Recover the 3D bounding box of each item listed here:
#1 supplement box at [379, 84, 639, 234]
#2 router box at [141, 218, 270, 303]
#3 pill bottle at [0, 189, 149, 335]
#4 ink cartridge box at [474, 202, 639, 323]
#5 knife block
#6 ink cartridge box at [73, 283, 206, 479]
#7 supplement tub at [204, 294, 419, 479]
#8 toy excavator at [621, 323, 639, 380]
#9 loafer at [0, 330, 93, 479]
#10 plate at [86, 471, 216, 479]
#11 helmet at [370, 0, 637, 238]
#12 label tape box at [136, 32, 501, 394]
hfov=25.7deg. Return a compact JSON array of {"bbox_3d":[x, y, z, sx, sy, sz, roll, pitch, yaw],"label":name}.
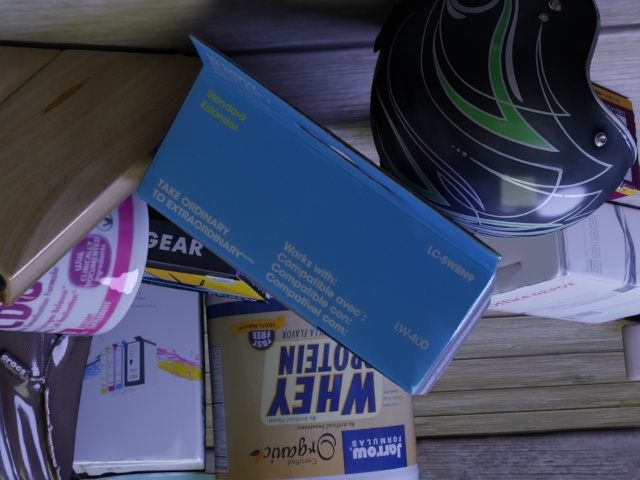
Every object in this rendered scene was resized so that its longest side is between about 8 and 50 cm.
[{"bbox_3d":[0.151,-0.064,1.144,0.188,0.081,0.104,-15,161,41],"label":"supplement box"},{"bbox_3d":[-0.146,0.016,1.393,0.179,0.046,0.133,9,167,14],"label":"router box"},{"bbox_3d":[-0.294,-0.010,1.109,0.283,0.160,0.160,6,163,-33],"label":"pill bottle"},{"bbox_3d":[0.268,0.024,1.470,0.218,0.092,0.158,7,162,-38],"label":"ink cartridge box"},{"bbox_3d":[-0.208,-0.010,0.980,0.275,0.242,0.088,1,166,-14],"label":"knife block"},{"bbox_3d":[-0.214,0.146,1.579,0.168,0.233,0.171,-1,165,-3],"label":"ink cartridge box"},{"bbox_3d":[-0.009,0.191,1.565,0.228,0.316,0.228,-4,175,0],"label":"supplement tub"},{"bbox_3d":[0.577,0.136,1.773,0.433,0.222,0.445,-7,173,21],"label":"toy excavator"},{"bbox_3d":[-0.276,0.123,1.358,0.130,0.366,0.134,-16,-154,-11],"label":"loafer"},{"bbox_3d":[-0.203,0.288,1.617,0.188,0.024,0.188,-5,166,-1],"label":"plate"},{"bbox_3d":[0.117,-0.081,0.917,0.169,0.162,0.169,-2,165,-1],"label":"helmet"},{"bbox_3d":[0.000,0.000,0.994,0.240,0.106,0.334,36,179,9],"label":"label tape box"}]
